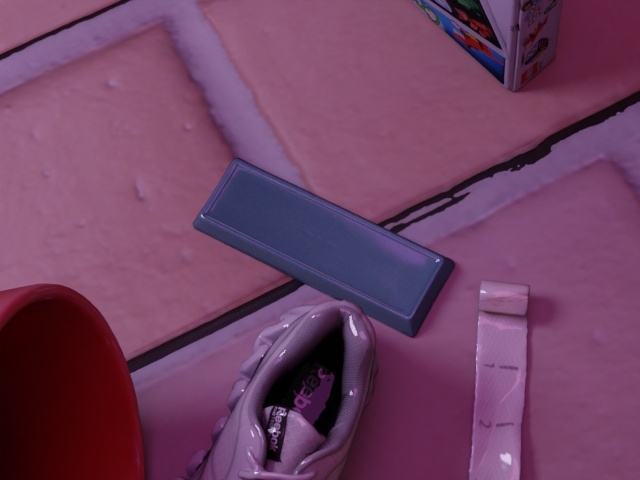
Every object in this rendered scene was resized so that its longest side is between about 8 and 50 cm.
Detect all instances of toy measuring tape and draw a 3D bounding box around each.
[{"bbox_3d":[0.107,0.166,0.790,0.121,0.121,0.330,5,68,8],"label":"toy measuring tape"}]

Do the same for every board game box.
[{"bbox_3d":[0.059,-0.266,0.933,0.053,0.193,0.305,-40,69,-10],"label":"board game box"}]

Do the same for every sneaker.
[{"bbox_3d":[-0.043,0.164,0.796,0.110,0.118,0.292,24,73,-4],"label":"sneaker"}]

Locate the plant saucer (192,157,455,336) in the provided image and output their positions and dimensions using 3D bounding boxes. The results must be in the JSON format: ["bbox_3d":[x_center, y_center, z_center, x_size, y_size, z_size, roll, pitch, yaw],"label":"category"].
[{"bbox_3d":[0.000,0.000,0.923,0.192,0.018,0.067,26,72,16],"label":"plant saucer"}]

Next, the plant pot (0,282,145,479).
[{"bbox_3d":[-0.268,0.166,0.766,0.243,0.275,0.274,-4,67,15],"label":"plant pot"}]
